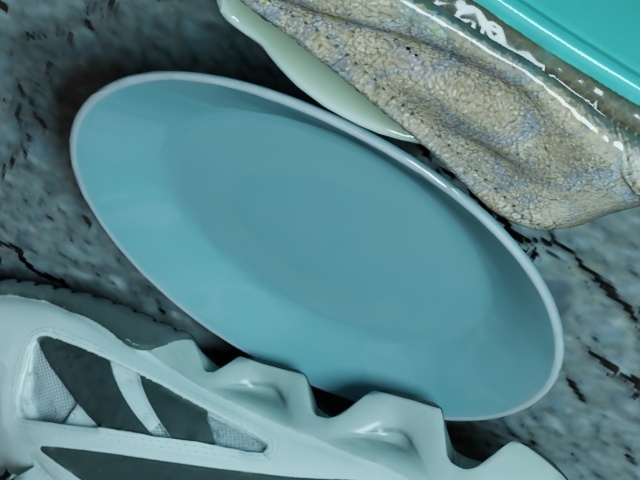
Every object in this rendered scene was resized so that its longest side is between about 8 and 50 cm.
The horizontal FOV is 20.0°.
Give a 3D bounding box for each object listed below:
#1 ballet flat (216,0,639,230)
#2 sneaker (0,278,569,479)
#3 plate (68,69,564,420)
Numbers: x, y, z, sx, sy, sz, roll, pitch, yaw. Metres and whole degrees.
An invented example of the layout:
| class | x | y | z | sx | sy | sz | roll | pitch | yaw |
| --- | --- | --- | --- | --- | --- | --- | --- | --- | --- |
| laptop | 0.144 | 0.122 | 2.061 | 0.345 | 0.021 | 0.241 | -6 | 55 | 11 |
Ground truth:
| class | x | y | z | sx | sy | sz | roll | pitch | yaw |
| --- | --- | --- | --- | --- | --- | --- | --- | --- | --- |
| ballet flat | -0.023 | -0.103 | 0.496 | 0.316 | 0.107 | 0.106 | 39 | 147 | -10 |
| sneaker | -0.077 | 0.114 | 0.706 | 0.330 | 0.146 | 0.122 | 11 | 144 | 32 |
| plate | 0.000 | 0.000 | 0.628 | 0.188 | 0.024 | 0.188 | 23 | 151 | 13 |
